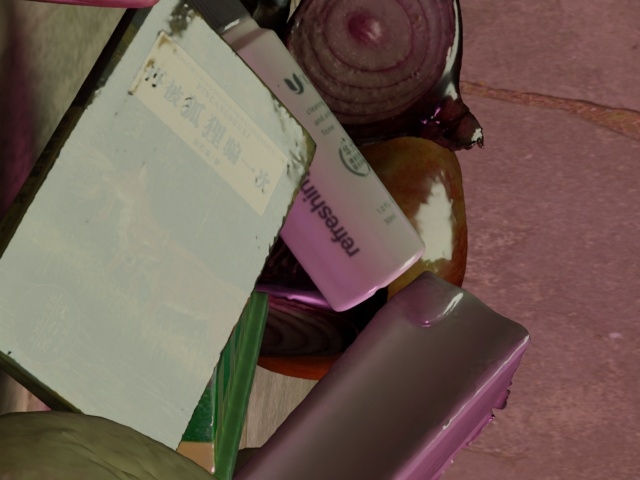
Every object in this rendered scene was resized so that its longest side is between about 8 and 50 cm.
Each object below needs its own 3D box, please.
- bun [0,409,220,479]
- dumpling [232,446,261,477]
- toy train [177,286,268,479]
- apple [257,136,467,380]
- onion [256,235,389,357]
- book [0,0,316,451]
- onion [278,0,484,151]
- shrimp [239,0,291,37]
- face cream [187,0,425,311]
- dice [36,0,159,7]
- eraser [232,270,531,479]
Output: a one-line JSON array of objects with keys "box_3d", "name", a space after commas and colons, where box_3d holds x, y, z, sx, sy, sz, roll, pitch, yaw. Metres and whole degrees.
[{"box_3d": [-0.087, 0.254, 0.661, 0.361, 0.213, 0.361, 1, 90, -84], "name": "bun"}, {"box_3d": [-0.070, 0.289, 1.480, 0.216, 0.126, 0.166, -135, -124, -86], "name": "dumpling"}, {"box_3d": [-0.101, 0.035, 1.003, 0.301, 0.120, 0.202, -81, 174, -62], "name": "toy train"}, {"box_3d": [0.000, 0.000, 1.522, 0.301, 0.302, 0.301, 2, 90, -85], "name": "apple"}, {"box_3d": [-0.036, -0.014, 1.293, 0.216, 0.207, 0.206, 96, 1, -72], "name": "onion"}, {"box_3d": [-0.092, -0.009, 0.804, 0.160, 0.024, 0.228, 46, 58, -37], "name": "book"}, {"box_3d": [0.069, -0.156, 1.376, 0.195, 0.218, 0.140, -50, 178, -7], "name": "onion"}, {"box_3d": [-0.062, -0.254, 1.403, 0.317, 0.062, 0.164, 171, -78, -80], "name": "shrimp"}, {"box_3d": [-0.041, -0.094, 1.145, 0.311, 0.092, 0.092, 55, 7, -2], "name": "face cream"}, {"box_3d": [-0.125, -0.166, 0.746, 0.093, 0.094, 0.091, -53, 148, -83], "name": "dice"}, {"box_3d": [0.013, 0.213, 1.276, 0.359, 0.122, 0.272, -47, 164, -16], "name": "eraser"}]
